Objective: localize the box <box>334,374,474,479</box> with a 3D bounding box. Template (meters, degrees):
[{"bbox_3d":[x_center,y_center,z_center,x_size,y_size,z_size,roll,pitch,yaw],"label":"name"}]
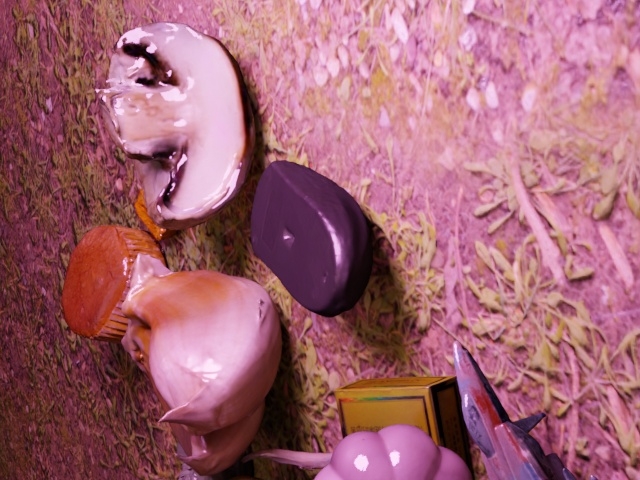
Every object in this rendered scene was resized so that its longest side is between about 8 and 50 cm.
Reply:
[{"bbox_3d":[0.102,0.268,1.320,0.141,0.064,0.220,-7,95,40],"label":"box"}]

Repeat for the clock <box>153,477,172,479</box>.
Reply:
[{"bbox_3d":[-0.302,0.562,1.901,0.114,0.284,0.309,6,94,28],"label":"clock"}]

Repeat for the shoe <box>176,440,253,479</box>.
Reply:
[{"bbox_3d":[-0.186,0.372,1.768,0.109,0.149,0.292,-7,95,60],"label":"shoe"}]

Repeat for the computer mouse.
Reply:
[{"bbox_3d":[0.000,0.000,1.407,0.270,0.086,0.137,44,127,54],"label":"computer mouse"}]

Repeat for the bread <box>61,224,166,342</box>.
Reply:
[{"bbox_3d":[-0.346,0.070,1.909,0.199,0.104,0.199,-14,70,42],"label":"bread"}]

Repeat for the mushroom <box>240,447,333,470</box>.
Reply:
[{"bbox_3d":[0.005,0.273,1.504,0.068,0.043,0.306,51,140,-11],"label":"mushroom"}]

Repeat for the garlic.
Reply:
[{"bbox_3d":[-0.165,0.177,1.607,0.313,0.249,0.286,44,112,48],"label":"garlic"}]

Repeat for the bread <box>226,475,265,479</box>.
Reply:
[{"bbox_3d":[-0.049,0.462,1.562,0.333,0.160,0.333,24,120,51],"label":"bread"}]

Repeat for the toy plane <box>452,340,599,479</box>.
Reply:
[{"bbox_3d":[0.210,0.245,1.135,0.223,0.104,0.326,-46,57,53],"label":"toy plane"}]

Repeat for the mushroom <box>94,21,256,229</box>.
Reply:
[{"bbox_3d":[-0.190,-0.156,1.586,0.267,0.190,0.164,65,169,-2],"label":"mushroom"}]

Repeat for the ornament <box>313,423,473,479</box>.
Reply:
[{"bbox_3d":[0.074,0.277,1.196,0.177,0.178,0.177,25,120,53],"label":"ornament"}]

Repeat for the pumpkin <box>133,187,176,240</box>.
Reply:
[{"bbox_3d":[-0.252,-0.049,1.831,0.083,0.054,0.074,50,147,5],"label":"pumpkin"}]
